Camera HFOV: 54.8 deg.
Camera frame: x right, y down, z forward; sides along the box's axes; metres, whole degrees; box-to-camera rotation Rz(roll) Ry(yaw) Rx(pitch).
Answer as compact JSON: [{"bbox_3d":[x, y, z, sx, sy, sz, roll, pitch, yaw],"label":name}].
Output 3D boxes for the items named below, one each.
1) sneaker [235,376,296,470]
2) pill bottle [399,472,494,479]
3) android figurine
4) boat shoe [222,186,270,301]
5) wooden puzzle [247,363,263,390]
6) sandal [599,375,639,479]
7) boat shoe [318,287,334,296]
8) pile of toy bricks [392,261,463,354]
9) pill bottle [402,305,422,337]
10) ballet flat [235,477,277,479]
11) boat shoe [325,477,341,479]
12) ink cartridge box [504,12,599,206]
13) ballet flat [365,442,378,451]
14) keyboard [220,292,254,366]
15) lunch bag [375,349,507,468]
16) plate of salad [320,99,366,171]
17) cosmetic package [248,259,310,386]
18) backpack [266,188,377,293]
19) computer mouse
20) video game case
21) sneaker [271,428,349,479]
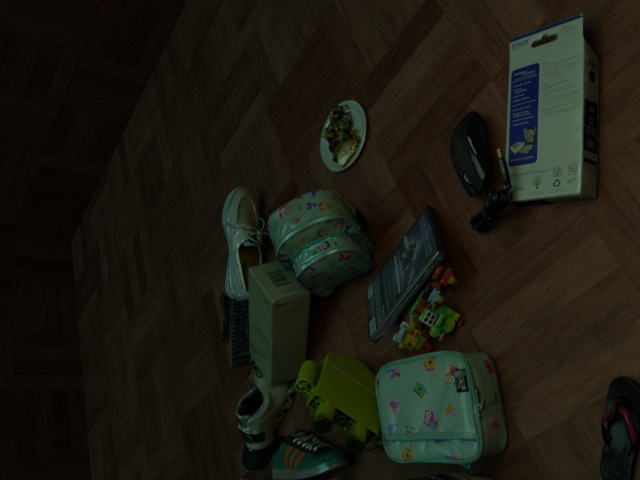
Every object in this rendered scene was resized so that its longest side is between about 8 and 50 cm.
[{"bbox_3d":[-0.193,0.519,1.774,0.122,0.146,0.331,38,114,48],"label":"sneaker"},{"bbox_3d":[0.220,0.505,1.118,0.153,0.264,0.153,-14,71,50],"label":"pill bottle"},{"bbox_3d":[0.059,0.354,1.397,0.056,0.248,0.273,-54,6,24],"label":"android figurine"},{"bbox_3d":[-0.222,0.004,1.927,0.156,0.135,0.367,-12,72,51],"label":"boat shoe"},{"bbox_3d":[-0.198,0.420,1.908,0.078,0.014,0.116,37,112,50],"label":"wooden puzzle"},{"bbox_3d":[0.482,0.310,0.995,0.067,0.040,0.179,7,88,54],"label":"sandal"},{"bbox_3d":[-0.038,0.036,1.702,0.094,0.109,0.302,-60,39,21],"label":"boat shoe"},{"bbox_3d":[0.248,0.155,1.306,0.212,0.105,0.118,-60,-6,1],"label":"pile of toy bricks"},{"bbox_3d":[0.207,0.190,1.389,0.043,0.043,0.083,-21,66,50],"label":"pill bottle"},{"bbox_3d":[-0.116,0.701,1.632,0.409,0.146,0.147,-17,69,58],"label":"ballet flat"},{"bbox_3d":[0.016,0.734,1.473,0.096,0.116,0.325,-14,77,48],"label":"boat shoe"},{"bbox_3d":[0.433,-0.236,1.161,0.165,0.065,0.333,-3,82,54],"label":"ink cartridge box"},{"bbox_3d":[0.090,0.415,1.494,0.067,0.073,0.206,-44,46,2],"label":"ballet flat"},{"bbox_3d":[-0.281,0.256,2.042,0.201,0.033,0.317,-25,62,48],"label":"keyboard"},{"bbox_3d":[0.239,0.345,1.258,0.279,0.107,0.224,-24,64,49],"label":"lunch bag"},{"bbox_3d":[0.052,-0.289,1.697,0.199,0.048,0.200,-15,71,52],"label":"plate of salad"},{"bbox_3d":[-0.115,0.222,1.665,0.160,0.113,0.310,48,143,46],"label":"cosmetic package"},{"bbox_3d":[0.000,0.000,1.489,0.225,0.253,0.191,-27,52,13],"label":"backpack"},{"bbox_3d":[0.312,-0.159,1.244,0.184,0.060,0.262,112,156,-72],"label":"computer mouse"},{"bbox_3d":[0.183,0.075,1.391,0.274,0.026,0.196,-56,16,29],"label":"video game case"},{"bbox_3d":[-0.041,0.546,1.591,0.302,0.108,0.121,-29,64,48],"label":"sneaker"}]
